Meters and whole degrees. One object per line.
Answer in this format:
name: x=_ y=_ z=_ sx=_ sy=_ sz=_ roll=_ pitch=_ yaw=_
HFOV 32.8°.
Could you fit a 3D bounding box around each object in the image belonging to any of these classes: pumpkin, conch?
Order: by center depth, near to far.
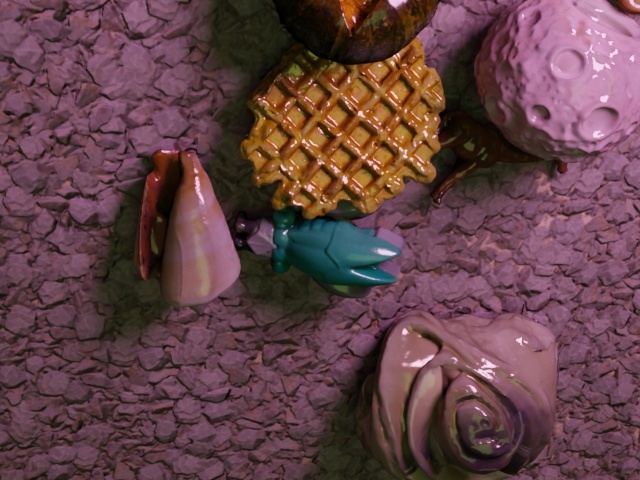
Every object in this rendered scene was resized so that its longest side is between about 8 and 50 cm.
pumpkin: x=0.045 y=-0.349 z=1.466 sx=0.237 sy=0.159 sz=0.238 roll=0 pitch=84 yaw=-1
conch: x=-0.195 y=-0.012 z=1.658 sx=0.158 sy=0.127 sz=0.255 roll=8 pitch=100 yaw=24

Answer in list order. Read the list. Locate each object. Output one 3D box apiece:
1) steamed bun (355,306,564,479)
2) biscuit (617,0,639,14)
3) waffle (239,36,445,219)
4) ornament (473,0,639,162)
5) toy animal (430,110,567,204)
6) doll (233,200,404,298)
steamed bun: x=0.245 y=0.285 z=1.839 sx=0.394 sy=0.237 sz=0.346 roll=-36 pitch=120 yaw=9
biscuit: x=0.516 y=-0.456 z=1.549 sx=0.295 sy=0.044 sz=0.186 roll=-42 pitch=96 yaw=-5
waffle: x=0.028 y=-0.184 z=1.589 sx=0.311 sy=0.060 sz=0.307 roll=-15 pitch=102 yaw=-5
ornament: x=0.348 y=-0.232 z=1.561 sx=0.259 sy=0.259 sz=0.225 roll=18 pitch=123 yaw=-21
toy animal: x=0.269 y=-0.132 z=1.712 sx=0.229 sy=0.066 sz=0.224 roll=-39 pitch=120 yaw=4
doll: x=0.008 y=-0.014 z=1.688 sx=0.258 sy=0.153 sz=0.195 roll=32 pitch=127 yaw=-9
